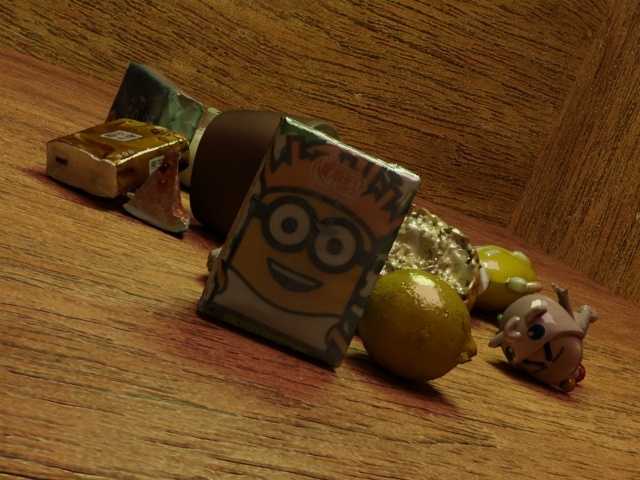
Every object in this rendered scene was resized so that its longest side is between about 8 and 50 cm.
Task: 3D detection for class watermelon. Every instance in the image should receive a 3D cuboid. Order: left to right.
[{"bbox_3d":[-0.305,-0.094,1.837,0.121,0.158,0.098,-3,11,7],"label":"watermelon"}]

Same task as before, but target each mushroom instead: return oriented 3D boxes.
[{"bbox_3d":[-0.258,-0.213,2.335,0.246,0.203,0.246,14,6,-1],"label":"mushroom"}]

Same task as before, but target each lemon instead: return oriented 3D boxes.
[{"bbox_3d":[0.151,0.135,1.545,0.206,0.174,0.173,27,11,19],"label":"lemon"}]

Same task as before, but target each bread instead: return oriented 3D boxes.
[{"bbox_3d":[0.169,0.064,1.872,0.274,0.274,0.149,23,-29,-2],"label":"bread"}]

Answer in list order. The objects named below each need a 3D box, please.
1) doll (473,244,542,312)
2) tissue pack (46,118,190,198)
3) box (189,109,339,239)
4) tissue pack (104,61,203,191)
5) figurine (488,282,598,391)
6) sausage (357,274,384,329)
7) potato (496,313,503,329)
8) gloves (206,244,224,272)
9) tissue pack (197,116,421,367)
[{"bbox_3d":[0.353,0.087,2.326,0.347,0.161,0.423,10,5,4],"label":"doll"},{"bbox_3d":[-0.385,-0.160,1.877,0.183,0.092,0.226,15,23,26],"label":"tissue pack"},{"bbox_3d":[-0.115,-0.118,1.956,0.216,0.301,0.301,16,7,21],"label":"box"},{"bbox_3d":[-0.378,-0.246,2.138,0.103,0.228,0.315,18,12,-32],"label":"tissue pack"},{"bbox_3d":[0.472,0.200,1.941,0.287,0.176,0.186,18,33,-50],"label":"figurine"},{"bbox_3d":[0.082,0.107,1.712,0.259,0.114,0.113,25,10,0],"label":"sausage"},{"bbox_3d":[0.451,0.217,2.139,0.119,0.054,0.198,14,10,-43],"label":"potato"},{"bbox_3d":[-0.129,0.047,1.649,0.114,0.070,0.153,32,12,8],"label":"gloves"},{"bbox_3d":[-0.018,0.000,1.454,0.227,0.311,0.128,23,6,-7],"label":"tissue pack"}]
